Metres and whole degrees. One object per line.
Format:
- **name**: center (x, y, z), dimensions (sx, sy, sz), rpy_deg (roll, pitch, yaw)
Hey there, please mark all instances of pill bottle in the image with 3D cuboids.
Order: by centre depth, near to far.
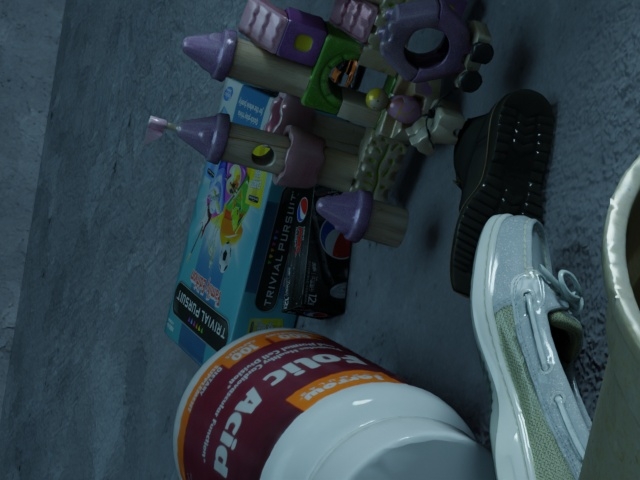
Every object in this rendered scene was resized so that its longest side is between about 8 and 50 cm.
- **pill bottle**: center (0.019, 0.221, 1.814), dimensions (0.392, 0.224, 0.224), rpy_deg (-158, 80, -68)

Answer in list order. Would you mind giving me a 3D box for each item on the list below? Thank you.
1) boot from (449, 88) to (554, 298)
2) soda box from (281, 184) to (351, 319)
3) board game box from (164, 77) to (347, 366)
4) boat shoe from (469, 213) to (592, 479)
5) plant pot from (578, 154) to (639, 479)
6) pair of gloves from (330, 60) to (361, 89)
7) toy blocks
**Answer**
- **boot**: center (0.151, -0.034, 1.843), dimensions (0.198, 0.077, 0.137), rpy_deg (-69, 15, -13)
- **soda box**: center (0.000, 0.000, 2.206), dimensions (0.060, 0.053, 0.169), rpy_deg (158, 120, -64)
- **board game box**: center (-0.085, -0.012, 2.388), dimensions (0.254, 0.079, 0.336), rpy_deg (-149, 73, -68)
- **boat shoe**: center (0.191, 0.113, 1.628), dimensions (0.118, 0.103, 0.320), rpy_deg (58, -157, -48)
- **plant pot**: center (0.280, 0.146, 1.142), dimensions (0.334, 0.333, 0.305), rpy_deg (-102, 20, -45)
- **pair of gloves**: center (0.034, -0.209, 2.288), dimensions (0.083, 0.010, 0.074), rpy_deg (-122, 47, -64)
- **toy blocks**: center (-0.013, -0.175, 1.996), dimensions (0.309, 0.260, 0.289), rpy_deg (-102, 31, -62)
